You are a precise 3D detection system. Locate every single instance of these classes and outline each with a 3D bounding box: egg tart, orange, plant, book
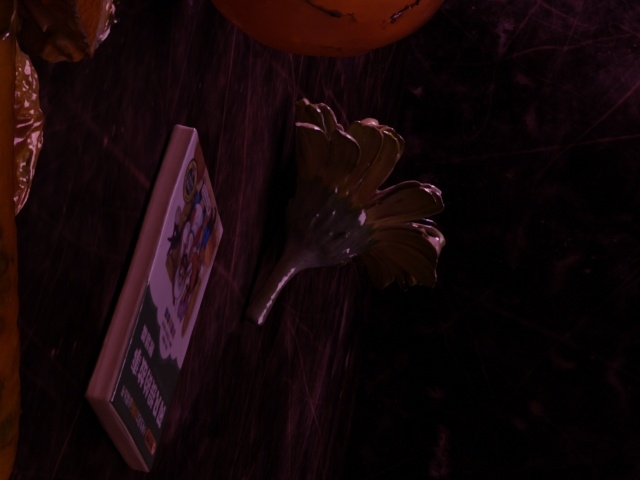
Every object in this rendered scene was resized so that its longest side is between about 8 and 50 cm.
[{"bbox_3d":[-0.187,-0.055,0.678,0.130,0.052,0.130,11,90,-80],"label":"egg tart"},{"bbox_3d":[0.007,-0.270,1.041,0.246,0.246,0.246,11,90,-82],"label":"orange"},{"bbox_3d":[0.007,-0.030,1.718,0.306,0.297,0.261,48,8,-26],"label":"plant"},{"bbox_3d":[-0.145,0.057,1.179,0.202,0.027,0.264,85,18,-63],"label":"book"}]

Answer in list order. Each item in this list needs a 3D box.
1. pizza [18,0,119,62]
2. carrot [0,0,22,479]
[{"bbox_3d":[-0.142,-0.194,0.689,0.289,0.081,0.229,-79,179,-51],"label":"pizza"},{"bbox_3d":[-0.187,0.009,0.574,0.114,0.114,0.302,-55,154,-70],"label":"carrot"}]
